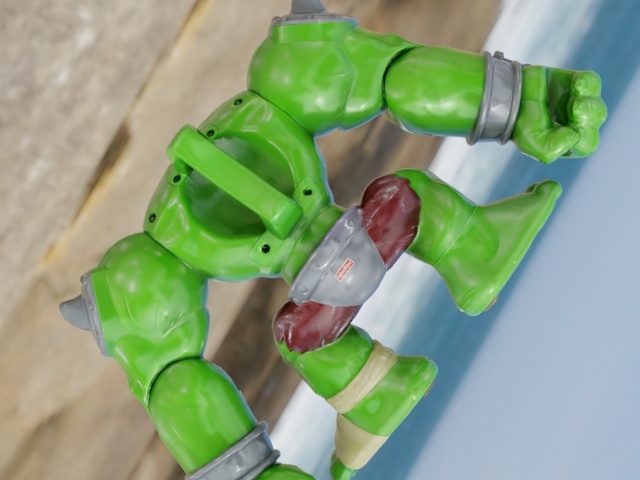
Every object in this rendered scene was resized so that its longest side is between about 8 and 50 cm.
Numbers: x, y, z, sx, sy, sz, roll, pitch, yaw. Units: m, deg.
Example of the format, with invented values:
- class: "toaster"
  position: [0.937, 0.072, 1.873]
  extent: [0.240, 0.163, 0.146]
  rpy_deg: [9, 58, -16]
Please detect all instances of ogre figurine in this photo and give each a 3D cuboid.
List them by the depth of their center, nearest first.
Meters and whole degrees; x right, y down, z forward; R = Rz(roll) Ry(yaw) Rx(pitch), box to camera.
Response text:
- class: "ogre figurine"
  position: [0.000, 0.000, 0.633]
  extent: [0.197, 0.118, 0.097]
  rpy_deg: [-53, -178, 15]
